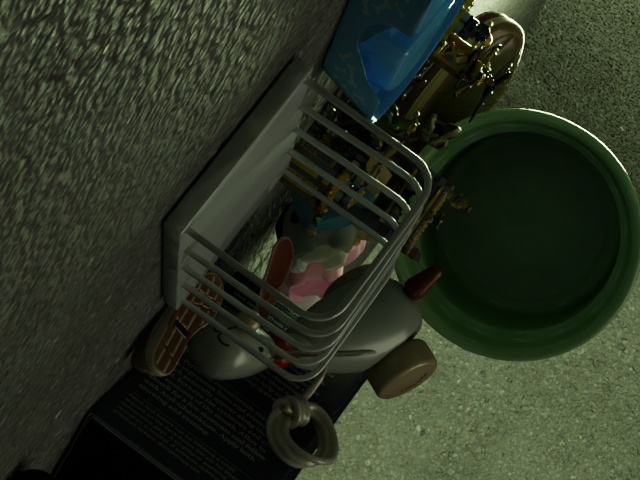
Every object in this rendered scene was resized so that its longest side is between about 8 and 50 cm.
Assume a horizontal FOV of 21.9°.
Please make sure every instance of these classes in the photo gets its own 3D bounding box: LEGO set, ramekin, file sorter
[{"bbox_3d":[0.111,-0.120,1.813,0.331,0.192,0.255,-54,178,-9],"label":"LEGO set"},{"bbox_3d":[0.247,-0.015,2.026,0.303,0.303,0.148,-56,173,16],"label":"ramekin"},{"bbox_3d":[-0.022,-0.003,1.538,0.193,0.173,0.278,-53,175,-16],"label":"file sorter"}]

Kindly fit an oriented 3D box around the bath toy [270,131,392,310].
[{"bbox_3d":[0.000,0.000,2.109,0.151,0.129,0.348,-6,154,-16],"label":"bath toy"}]

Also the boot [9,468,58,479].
[{"bbox_3d":[-0.334,0.367,1.602,0.280,0.096,0.264,110,4,-62],"label":"boot"}]

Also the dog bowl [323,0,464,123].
[{"bbox_3d":[0.085,-0.231,1.557,0.166,0.074,0.297,-51,175,-29],"label":"dog bowl"}]

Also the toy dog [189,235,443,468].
[{"bbox_3d":[0.023,0.090,1.860,0.161,0.220,0.333,-51,170,32],"label":"toy dog"}]

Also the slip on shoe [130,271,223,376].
[{"bbox_3d":[-0.149,0.085,1.716,0.041,0.051,0.135,-3,-134,42],"label":"slip on shoe"}]

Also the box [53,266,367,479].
[{"bbox_3d":[-0.148,0.263,1.919,0.293,0.212,0.395,-58,173,31],"label":"box"}]

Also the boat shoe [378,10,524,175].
[{"bbox_3d":[0.122,-0.177,2.093,0.123,0.123,0.342,-6,144,-41],"label":"boat shoe"}]
